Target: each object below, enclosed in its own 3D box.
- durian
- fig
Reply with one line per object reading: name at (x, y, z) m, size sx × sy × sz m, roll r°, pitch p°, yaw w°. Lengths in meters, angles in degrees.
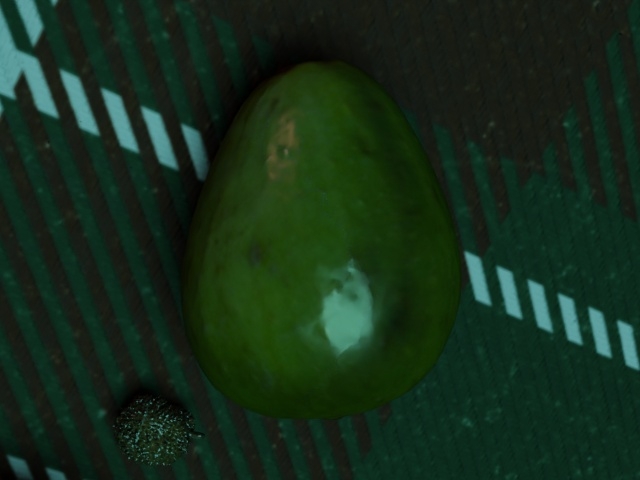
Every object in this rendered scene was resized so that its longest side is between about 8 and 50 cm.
durian at (-0.159, 0.186, 1.495) m, size 0.091 × 0.080 × 0.080 m, roll 6°, pitch 112°, yaw 4°
fig at (0.000, 0.000, 1.377) m, size 0.258 × 0.258 × 0.326 m, roll -4°, pitch 100°, yaw -16°
